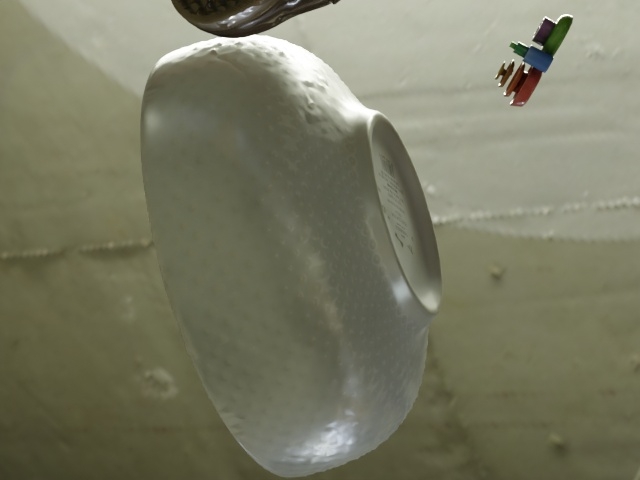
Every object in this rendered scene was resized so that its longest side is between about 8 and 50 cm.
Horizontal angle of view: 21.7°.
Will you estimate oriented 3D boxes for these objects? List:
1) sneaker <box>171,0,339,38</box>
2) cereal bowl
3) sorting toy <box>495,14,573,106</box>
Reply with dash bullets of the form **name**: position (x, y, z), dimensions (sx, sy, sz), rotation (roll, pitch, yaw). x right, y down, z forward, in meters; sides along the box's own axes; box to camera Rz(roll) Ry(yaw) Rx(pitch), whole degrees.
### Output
- **sneaker**: position (0.014, -0.160, 0.845), dimensions (0.188, 0.071, 0.066), rotation (-23, -99, 11)
- **cereal bowl**: position (0.000, 0.000, 1.248), dimensions (0.141, 0.339, 0.339), rotation (-16, -66, 16)
- **sorting toy**: position (0.197, -0.176, 1.576), dimensions (0.042, 0.061, 0.102), rotation (29, -83, 0)
